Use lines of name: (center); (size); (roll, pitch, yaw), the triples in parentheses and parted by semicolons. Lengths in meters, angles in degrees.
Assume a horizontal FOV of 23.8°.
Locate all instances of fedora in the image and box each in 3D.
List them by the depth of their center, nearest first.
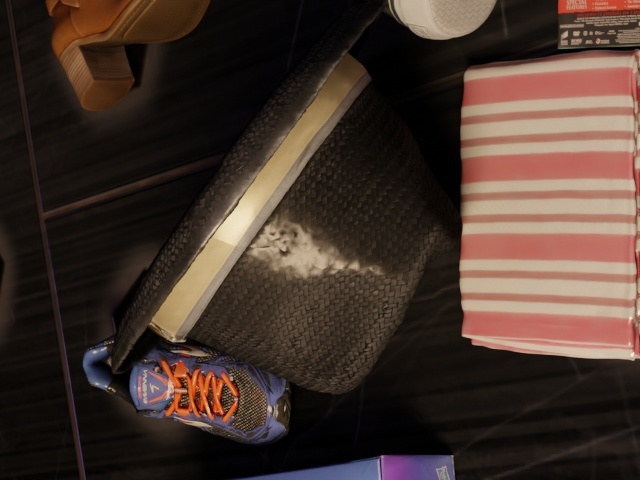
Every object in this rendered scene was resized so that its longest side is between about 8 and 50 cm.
fedora: (0.000, 0.000, 1.012); (0.152, 0.334, 0.334); (35, 123, -1)

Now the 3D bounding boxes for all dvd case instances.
dvd case: (0.188, -0.181, 0.955); (0.087, 0.013, 0.119); (4, 97, 44)

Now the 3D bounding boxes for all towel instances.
towel: (0.153, -0.023, 0.995); (0.144, 0.029, 0.197); (2, 92, 45)

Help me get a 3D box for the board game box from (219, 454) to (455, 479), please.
board game box: (0.002, 0.340, 1.098); (0.233, 0.078, 0.347); (-16, 73, 44)

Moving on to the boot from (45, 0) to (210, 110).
boot: (-0.174, -0.222, 1.269); (0.197, 0.073, 0.152); (-40, 62, 36)

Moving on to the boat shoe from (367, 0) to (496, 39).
boat shoe: (0.071, -0.302, 0.983); (0.119, 0.121, 0.335); (25, 113, 36)

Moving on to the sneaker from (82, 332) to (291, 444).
sneaker: (-0.108, 0.120, 1.217); (0.221, 0.087, 0.083); (7, 99, 44)
